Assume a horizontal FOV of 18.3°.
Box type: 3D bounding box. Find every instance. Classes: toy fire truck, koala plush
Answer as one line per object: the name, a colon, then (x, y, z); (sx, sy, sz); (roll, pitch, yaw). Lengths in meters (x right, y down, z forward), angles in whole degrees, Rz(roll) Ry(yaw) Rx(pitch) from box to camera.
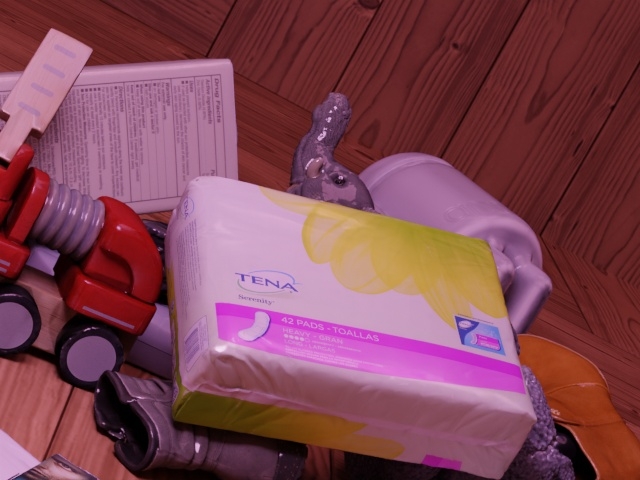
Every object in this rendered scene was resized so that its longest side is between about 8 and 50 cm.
toy fire truck: (-0.227, -0.034, 1.698); (0.217, 0.246, 0.158); (24, 12, -23)
koala plush: (0.156, 0.210, 1.846); (0.221, 0.203, 0.196); (47, 12, -26)

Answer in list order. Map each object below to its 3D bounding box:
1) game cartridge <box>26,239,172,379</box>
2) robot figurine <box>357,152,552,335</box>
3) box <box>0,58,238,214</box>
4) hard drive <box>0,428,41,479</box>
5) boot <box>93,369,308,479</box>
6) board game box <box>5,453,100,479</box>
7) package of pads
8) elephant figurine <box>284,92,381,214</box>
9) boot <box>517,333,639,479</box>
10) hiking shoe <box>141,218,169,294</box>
game cartridge: (-0.213, 0.037, 1.936); (0.198, 0.062, 0.297); (30, 10, -18)
robot figurine: (0.150, 0.012, 2.569); (0.300, 0.200, 0.353); (26, 10, -40)
box: (-0.238, -0.092, 1.864); (0.311, 0.148, 0.121); (-6, 7, -34)
hard drive: (-0.247, 0.184, 1.183); (0.233, 0.047, 0.353); (35, 12, 28)
boot: (-0.117, 0.133, 1.675); (0.161, 0.083, 0.246); (18, 13, -24)
board game box: (-0.115, 0.203, 1.241); (0.186, 0.026, 0.126); (31, 12, 8)
package of pads: (0.019, 0.068, 1.666); (0.296, 0.101, 0.229); (13, 38, -19)
elephant figurine: (0.000, 0.000, 2.038); (0.169, 0.239, 0.186); (34, -24, 51)
boot: (0.264, 0.193, 2.289); (0.295, 0.104, 0.211); (42, 16, 35)
hiking shoe: (-0.091, 0.036, 1.883); (0.227, 0.086, 0.114); (29, 14, 3)
